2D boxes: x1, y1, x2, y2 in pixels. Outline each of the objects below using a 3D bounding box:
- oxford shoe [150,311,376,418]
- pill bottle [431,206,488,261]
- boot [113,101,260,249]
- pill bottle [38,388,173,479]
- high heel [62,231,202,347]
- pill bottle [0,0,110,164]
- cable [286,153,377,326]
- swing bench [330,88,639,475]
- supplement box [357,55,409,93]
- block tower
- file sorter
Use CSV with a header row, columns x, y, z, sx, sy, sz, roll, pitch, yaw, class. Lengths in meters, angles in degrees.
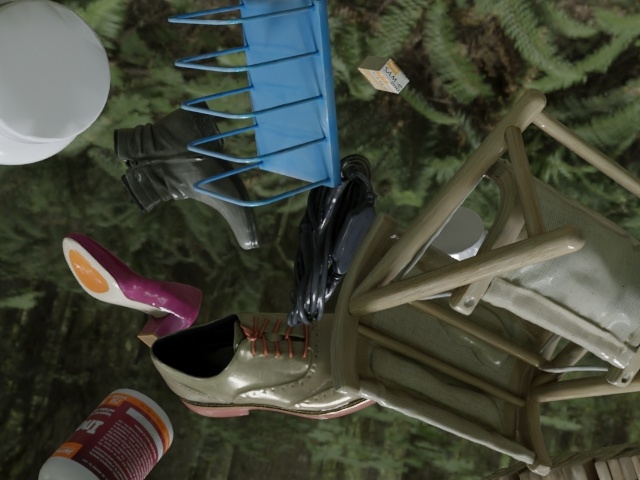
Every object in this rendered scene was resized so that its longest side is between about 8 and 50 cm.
x,y,z,sx,sy,sz,roll,pitch,yaw,class
-0.044,0.143,0.980,0.348,0.123,0.130,-14,144,17,oxford shoe
0.166,0.041,0.926,0.094,0.094,0.169,10,146,30,pill bottle
-0.198,-0.076,1.204,0.161,0.247,0.083,-25,180,-2,boot
-0.221,0.226,0.804,0.086,0.086,0.152,10,-144,23,pill bottle
-0.261,0.048,1.158,0.082,0.117,0.244,-10,131,41,high heel
-0.300,-0.145,0.734,0.152,0.153,0.272,16,174,-40,pill bottle
0.000,0.000,0.812,0.047,0.185,0.150,17,-165,-18,cable
0.181,0.054,0.692,0.253,0.165,0.254,27,132,-28,swing bench
0.121,-0.323,1.570,0.062,0.036,0.098,43,175,-27,supplement box
0.376,0.323,1.057,0.090,0.097,0.335,-8,168,-45,block tower
-0.062,-0.129,0.740,0.104,0.170,0.118,-21,-154,-36,file sorter
